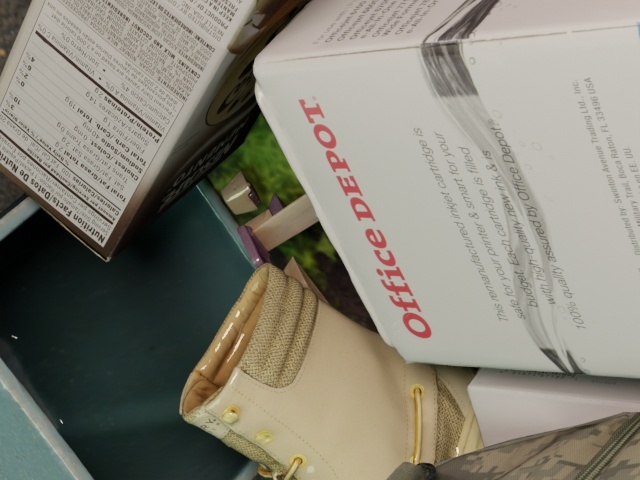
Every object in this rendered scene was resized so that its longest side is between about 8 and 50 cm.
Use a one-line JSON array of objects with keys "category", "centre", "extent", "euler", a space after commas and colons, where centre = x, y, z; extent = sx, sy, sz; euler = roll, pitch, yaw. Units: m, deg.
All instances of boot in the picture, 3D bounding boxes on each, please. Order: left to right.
[{"category": "boot", "centre": [-0.008, 0.166, 0.969], "extent": [0.203, 0.262, 0.095], "euler": [30, 161, -23]}]

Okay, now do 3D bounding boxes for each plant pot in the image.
[{"category": "plant pot", "centre": [-0.194, 0.098, 1.081], "extent": [0.252, 0.248, 0.247], "euler": [-24, 107, 41]}]

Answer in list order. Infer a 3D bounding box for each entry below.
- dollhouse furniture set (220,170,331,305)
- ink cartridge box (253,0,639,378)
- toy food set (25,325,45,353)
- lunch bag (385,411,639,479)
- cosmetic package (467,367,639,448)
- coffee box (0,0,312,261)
[{"category": "dollhouse furniture set", "centre": [0.000, 0.000, 1.053], "extent": [0.081, 0.091, 0.114], "euler": [-33, 132, 4]}, {"category": "ink cartridge box", "centre": [0.149, -0.047, 0.798], "extent": [0.307, 0.129, 0.223], "euler": [0, 130, 40]}, {"category": "toy food set", "centre": [-0.275, 0.064, 1.240], "extent": [0.218, 0.071, 0.128], "euler": [46, 135, -4]}, {"category": "lunch bag", "centre": [0.180, 0.258, 0.862], "extent": [0.256, 0.212, 0.305], "euler": [-7, 119, 57]}, {"category": "cosmetic package", "centre": [0.302, 0.196, 0.931], "extent": [0.377, 0.097, 0.284], "euler": [3, 122, 33]}, {"category": "coffee box", "centre": [-0.075, -0.146, 0.883], "extent": [0.119, 0.168, 0.297], "euler": [39, 136, 3]}]
